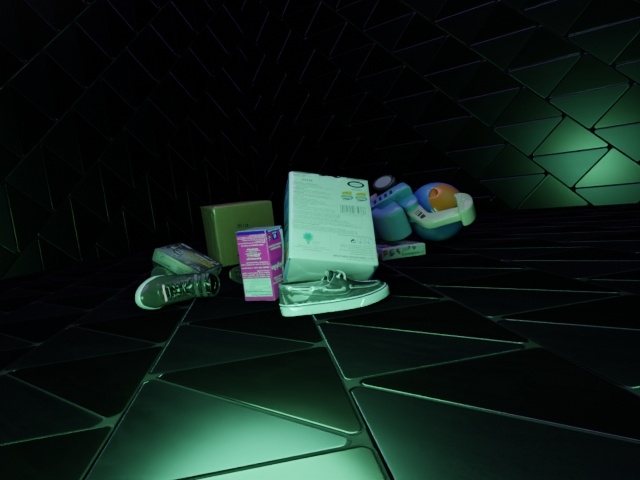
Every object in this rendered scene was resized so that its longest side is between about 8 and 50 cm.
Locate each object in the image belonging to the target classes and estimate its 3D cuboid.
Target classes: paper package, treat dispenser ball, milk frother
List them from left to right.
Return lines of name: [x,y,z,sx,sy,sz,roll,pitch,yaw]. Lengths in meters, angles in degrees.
milk frother: [-0.678,0.147,1.854,0.143,0.129,0.134,-50,-10,19]
paper package: [-0.404,-0.039,2.155,0.324,0.310,0.168,-12,11,-35]
treat dispenser ball: [0.572,-0.141,2.118,0.288,0.288,0.288,-7,6,1]

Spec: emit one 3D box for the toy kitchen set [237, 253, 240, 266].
toy kitchen set: [-0.273,0.059,1.991,0.207,0.122,0.166,-8,7,-15]

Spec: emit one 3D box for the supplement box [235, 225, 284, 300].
supplement box: [-0.180,0.071,1.358,0.113,0.220,0.111,-3,8,22]

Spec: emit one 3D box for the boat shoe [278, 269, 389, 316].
boat shoe: [0.037,0.127,1.152,0.301,0.102,0.108,-8,6,-6]

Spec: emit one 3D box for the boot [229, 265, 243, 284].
boot: [-0.299,0.134,1.645,0.137,0.077,0.197,-8,-9,37]

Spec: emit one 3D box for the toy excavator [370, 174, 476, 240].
toy excavator: [0.387,-0.113,1.882,0.432,0.222,0.445,-31,36,-1]

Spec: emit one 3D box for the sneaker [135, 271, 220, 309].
sneaker: [-0.450,0.154,1.409,0.146,0.105,0.295,-9,0,27]

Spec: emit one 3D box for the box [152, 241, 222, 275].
box: [-0.558,0.092,1.817,0.231,0.056,0.183,26,14,12]

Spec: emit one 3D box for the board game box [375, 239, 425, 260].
board game box: [0.307,0.034,1.906,0.192,0.053,0.305,-7,6,-12]

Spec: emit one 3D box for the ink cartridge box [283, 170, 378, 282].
ink cartridge box: [0.021,-0.063,1.362,0.269,0.396,0.151,5,-34,-11]
